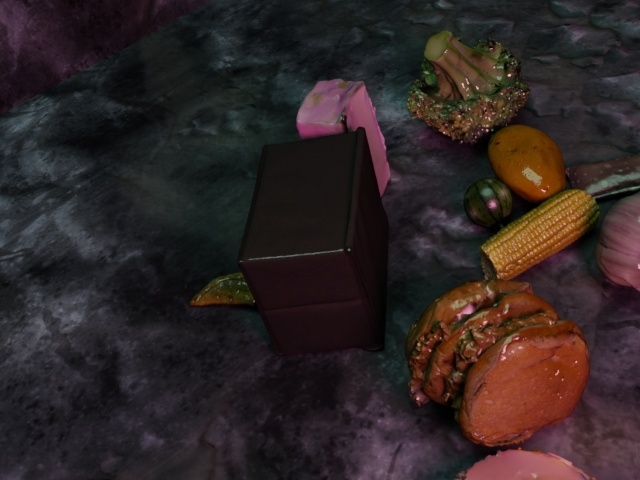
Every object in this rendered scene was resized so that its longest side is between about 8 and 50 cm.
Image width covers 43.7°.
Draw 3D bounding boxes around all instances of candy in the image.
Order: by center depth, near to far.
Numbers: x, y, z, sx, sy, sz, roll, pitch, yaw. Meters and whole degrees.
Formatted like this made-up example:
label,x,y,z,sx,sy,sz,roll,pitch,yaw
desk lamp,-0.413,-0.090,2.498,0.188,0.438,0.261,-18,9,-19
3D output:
label,x,y,z,sx,sy,sz,roll,pitch,yaw
candy,0.057,-0.190,1.660,0.116,0.265,0.155,-1,43,26

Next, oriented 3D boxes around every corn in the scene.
label,x,y,z,sx,sy,sz,roll,pitch,yaw
corn,0.399,-0.010,1.461,0.244,0.093,0.093,-31,42,-13

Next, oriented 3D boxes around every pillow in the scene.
label,x,y,z,sx,sy,sz,roll,pitch,yaw
pillow,0.581,-0.129,1.561,0.185,0.043,0.118,-11,43,10

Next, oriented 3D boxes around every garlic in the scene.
label,x,y,z,sx,sy,sz,roll,pitch,yaw
garlic,0.594,0.000,1.362,0.207,0.206,0.257,13,15,32

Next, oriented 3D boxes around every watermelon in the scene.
label,x,y,z,sx,sy,sz,roll,pitch,yaw
watermelon,0.327,-0.069,1.551,0.109,0.109,0.109,-11,41,9

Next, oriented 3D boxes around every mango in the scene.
label,x,y,z,sx,sy,sz,roll,pitch,yaw
mango,0.418,-0.150,1.590,0.147,0.109,0.227,0,38,-16

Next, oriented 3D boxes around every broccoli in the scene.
label,x,y,z,sx,sy,sz,roll,pitch,yaw
broccoli,0.318,-0.335,1.765,0.260,0.235,0.288,-2,18,-37

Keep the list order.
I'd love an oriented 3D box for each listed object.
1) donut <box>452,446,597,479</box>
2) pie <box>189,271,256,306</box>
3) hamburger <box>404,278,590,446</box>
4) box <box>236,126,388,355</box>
label,x,y,z,sx,sy,sz,roll,pitch,yaw
donut,0.283,0.380,1.071,0.199,0.085,0.233,-41,45,-23
pie,-0.177,0.101,1.601,0.170,0.034,0.092,1,46,31
hamburger,0.252,0.178,1.204,0.260,0.245,0.211,-41,43,5
box,0.001,0.000,1.476,0.205,0.251,0.345,-7,41,13
